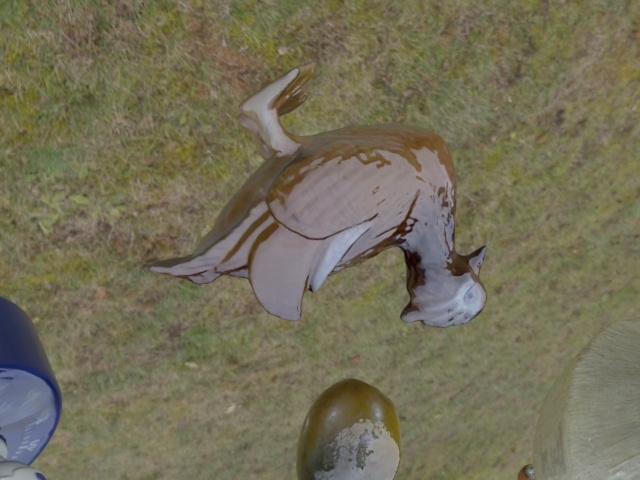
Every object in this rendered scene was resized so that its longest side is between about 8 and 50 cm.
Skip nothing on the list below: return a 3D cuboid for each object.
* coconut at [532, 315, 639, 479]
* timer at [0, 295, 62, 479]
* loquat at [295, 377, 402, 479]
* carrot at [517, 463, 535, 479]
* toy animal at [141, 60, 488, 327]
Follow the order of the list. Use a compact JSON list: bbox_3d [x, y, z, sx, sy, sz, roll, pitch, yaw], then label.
[{"bbox_3d":[0.317,0.184,0.572,0.238,0.237,0.265,-25,150,-9],"label":"coconut"},{"bbox_3d":[-0.348,0.259,0.662,0.270,0.383,0.270,-32,146,-25],"label":"timer"},{"bbox_3d":[0.046,0.345,1.086,0.179,0.179,0.227,39,59,-41],"label":"loquat"},{"bbox_3d":[0.515,0.614,1.578,0.069,0.069,0.336,-29,135,-5],"label":"carrot"},{"bbox_3d":[0.000,0.000,0.385,0.188,0.089,0.179,-33,95,-5],"label":"toy animal"}]
